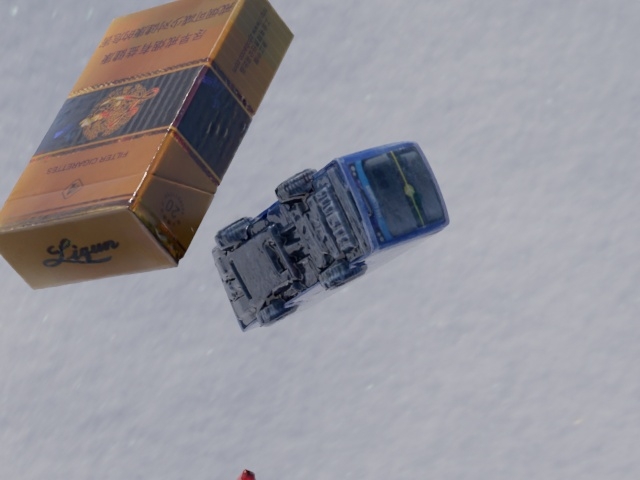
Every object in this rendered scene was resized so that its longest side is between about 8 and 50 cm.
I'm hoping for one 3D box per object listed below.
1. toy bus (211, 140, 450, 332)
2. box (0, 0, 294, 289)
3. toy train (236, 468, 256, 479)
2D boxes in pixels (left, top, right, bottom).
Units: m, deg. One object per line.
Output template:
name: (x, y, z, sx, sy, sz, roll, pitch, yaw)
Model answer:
toy bus: (0.000, -0.003, 1.315, 0.094, 0.236, 0.079, -26, 87, -30)
box: (-0.132, -0.079, 1.416, 0.070, 0.152, 0.237, 49, 48, -34)
toy train: (0.012, 0.246, 1.269, 0.204, 0.131, 0.082, 28, 50, -8)
